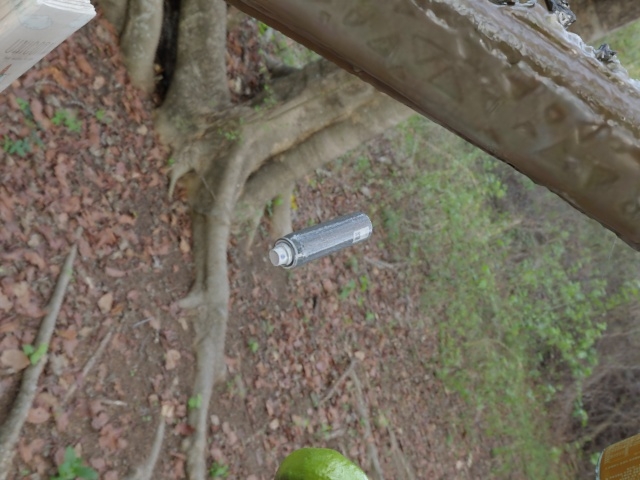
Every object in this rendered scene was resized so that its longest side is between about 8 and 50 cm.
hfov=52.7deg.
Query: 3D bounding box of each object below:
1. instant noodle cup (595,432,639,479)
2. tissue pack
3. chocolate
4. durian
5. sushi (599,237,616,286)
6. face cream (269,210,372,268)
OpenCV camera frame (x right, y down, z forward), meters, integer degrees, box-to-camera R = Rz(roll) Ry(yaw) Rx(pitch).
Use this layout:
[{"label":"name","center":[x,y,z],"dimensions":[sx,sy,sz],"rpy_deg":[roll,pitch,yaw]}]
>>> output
[{"label":"instant noodle cup","center":[0.446,0.303,0.755],"dimensions":[0.216,0.172,0.215],"rpy_deg":[28,45,-32]},{"label":"tissue pack","center":[-0.492,-0.262,0.934],"dimensions":[0.071,0.326,0.170],"rpy_deg":[57,13,-7]},{"label":"chocolate","center":[0.072,-0.100,0.357],"dimensions":[0.329,0.102,0.065],"rpy_deg":[31,50,-3]},{"label":"durian","center":[0.009,0.390,1.005],"dimensions":[0.139,0.250,0.101],"rpy_deg":[51,52,-13]},{"label":"sushi","center":[0.427,-0.073,0.820],"dimensions":[0.231,0.047,0.219],"rpy_deg":[-58,153,-27]},{"label":"face cream","center":[0.000,0.000,1.403],"dimensions":[0.284,0.073,0.073],"rpy_deg":[-20,87,-45]}]
